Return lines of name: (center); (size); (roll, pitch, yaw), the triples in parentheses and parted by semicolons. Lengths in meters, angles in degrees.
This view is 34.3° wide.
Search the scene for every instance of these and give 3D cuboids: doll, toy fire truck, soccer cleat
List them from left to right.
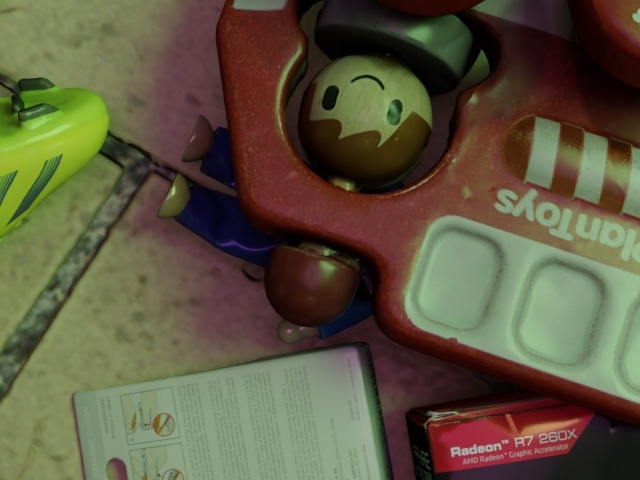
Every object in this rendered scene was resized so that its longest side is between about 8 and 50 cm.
soccer cleat: (-0.242, 0.008, 0.595); (0.289, 0.093, 0.121); (-32, 118, -10)
doll: (0.000, 0.000, 0.617); (0.189, 0.046, 0.129); (23, 75, -8)
toy fire truck: (0.084, -0.058, 0.551); (0.302, 0.169, 0.253); (18, 78, 2)

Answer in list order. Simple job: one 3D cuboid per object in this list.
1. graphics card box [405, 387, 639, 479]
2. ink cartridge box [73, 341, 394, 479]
graphics card box: (0.191, 0.260, 0.585); (0.233, 0.094, 0.370); (-9, 85, -5)
ink cartridge box: (-0.047, 0.145, 0.616); (0.179, 0.045, 0.145); (-10, 87, 14)
